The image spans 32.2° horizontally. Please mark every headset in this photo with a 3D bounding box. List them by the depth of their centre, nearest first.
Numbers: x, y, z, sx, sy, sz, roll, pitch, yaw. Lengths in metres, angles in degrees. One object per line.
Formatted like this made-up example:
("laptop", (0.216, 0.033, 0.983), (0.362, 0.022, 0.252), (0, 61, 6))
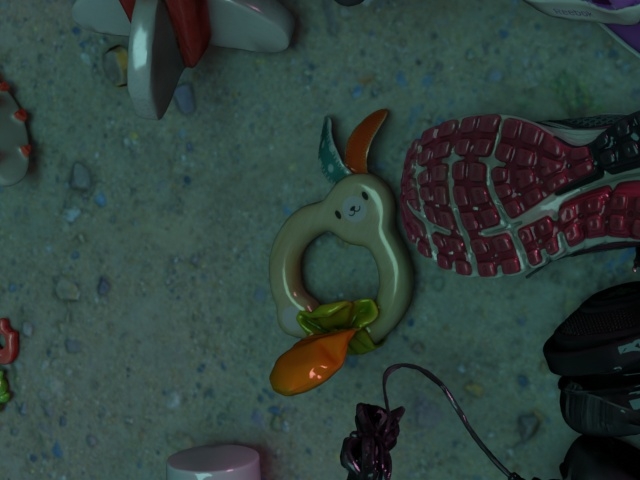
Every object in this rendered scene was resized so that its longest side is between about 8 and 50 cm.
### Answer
("headset", (0.216, 0.148, 0.767), (0.394, 0.185, 0.243), (4, 98, 10))

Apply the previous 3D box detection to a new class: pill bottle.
("pill bottle", (-0.087, 0.278, 0.946), (0.108, 0.108, 0.194), (0, 97, 22))

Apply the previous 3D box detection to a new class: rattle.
("rattle", (0.000, 0.000, 0.863), (0.130, 0.142, 0.200), (25, 112, 36))

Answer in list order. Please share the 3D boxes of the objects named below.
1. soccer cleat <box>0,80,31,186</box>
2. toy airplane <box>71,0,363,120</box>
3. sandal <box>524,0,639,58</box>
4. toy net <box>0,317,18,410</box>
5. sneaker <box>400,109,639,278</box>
("soccer cleat", (-0.328, -0.132, 1.017), (0.076, 0.068, 0.196), (-31, 84, 37))
("toy airplane", (-0.140, -0.244, 0.760), (0.384, 0.272, 0.386), (44, 127, -16))
("sandal", (0.154, -0.219, 0.753), (0.102, 0.169, 0.416), (-38, 70, -17))
("toy net", (-0.347, 0.050, 1.054), (0.122, 0.045, 0.232), (9, 100, 21))
("sneaker", (0.192, -0.033, 0.802), (0.299, 0.112, 0.121), (0, 91, 35))
